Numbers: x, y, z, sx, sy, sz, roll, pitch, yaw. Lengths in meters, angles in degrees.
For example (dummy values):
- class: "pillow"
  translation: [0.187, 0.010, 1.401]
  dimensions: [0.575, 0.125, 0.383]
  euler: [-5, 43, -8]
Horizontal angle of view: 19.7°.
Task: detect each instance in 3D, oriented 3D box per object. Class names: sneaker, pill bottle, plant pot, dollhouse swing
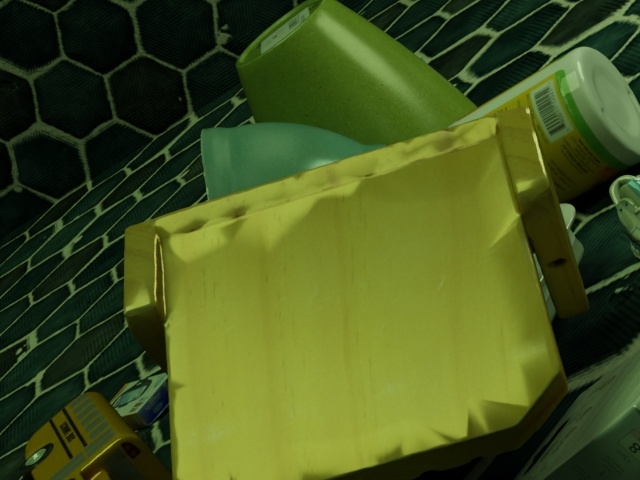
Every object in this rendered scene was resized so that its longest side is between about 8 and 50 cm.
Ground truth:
- class: "sneaker"
  translation: [0.302, -0.016, 1.641]
  dimensions: [0.071, 0.083, 0.191]
  euler: [-38, 16, -4]
- class: "pill bottle"
  translation: [0.213, -0.090, 1.953]
  dimensions: [0.246, 0.136, 0.136]
  euler: [-31, 17, 29]
- class: "plant pot"
  translation: [0.000, 0.000, 1.996]
  dimensions: [0.196, 0.293, 0.293]
  euler: [-13, 18, 2]
- class: "plant pot"
  translation: [0.042, -0.139, 2.193]
  dimensions: [0.275, 0.293, 0.275]
  euler: [-36, 15, 11]
- class: "dollhouse swing"
  translation: [0.050, 0.103, 1.483]
  dimensions: [0.347, 0.315, 0.305]
  euler: [-17, 60, 8]

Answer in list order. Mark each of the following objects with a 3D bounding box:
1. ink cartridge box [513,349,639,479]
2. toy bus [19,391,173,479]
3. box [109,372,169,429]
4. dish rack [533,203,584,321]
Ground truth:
- class: "ink cartridge box"
  translation: [0.237, 0.138, 1.411]
  dimensions: [0.189, 0.066, 0.232]
  euler: [-44, -8, -41]
- class: "toy bus"
  translation: [-0.245, 0.268, 2.047]
  dimensions: [0.130, 0.108, 0.333]
  euler: [-40, 15, -9]
- class: "box"
  translation: [-0.230, 0.207, 2.336]
  dimensions: [0.136, 0.028, 0.081]
  euler: [-22, 22, 51]
- class: "dish rack"
  translation: [0.111, 0.115, 1.726]
  dimensions: [0.285, 0.072, 0.333]
  euler: [-28, 19, 38]
